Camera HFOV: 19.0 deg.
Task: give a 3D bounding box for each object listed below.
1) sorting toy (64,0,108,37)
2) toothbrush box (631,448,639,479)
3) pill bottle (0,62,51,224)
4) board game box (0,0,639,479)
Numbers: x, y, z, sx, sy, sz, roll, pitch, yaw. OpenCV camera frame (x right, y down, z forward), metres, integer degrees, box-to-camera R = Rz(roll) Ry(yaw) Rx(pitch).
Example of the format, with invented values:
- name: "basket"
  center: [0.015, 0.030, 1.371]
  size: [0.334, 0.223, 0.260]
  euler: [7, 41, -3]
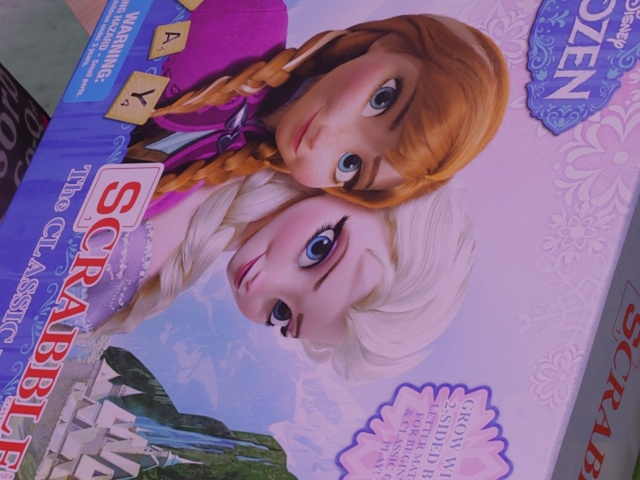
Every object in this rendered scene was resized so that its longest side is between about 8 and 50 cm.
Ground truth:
- name: "sorting toy"
  center: [0.023, -0.129, 1.013]
  size: [0.257, 0.089, 0.255]
  euler: [-37, 50, 0]
- name: "toothbrush box"
  center: [0.154, 0.152, 0.732]
  size: [0.206, 0.122, 0.283]
  euler: [-1, 57, 29]
- name: "pill bottle"
  center: [-0.233, -0.048, 0.966]
  size: [0.162, 0.278, 0.162]
  euler: [-13, 54, 19]
- name: "board game box"
  center: [0.000, 0.000, 0.809]
  size: [0.318, 0.066, 0.319]
  euler: [0, 57, 34]
